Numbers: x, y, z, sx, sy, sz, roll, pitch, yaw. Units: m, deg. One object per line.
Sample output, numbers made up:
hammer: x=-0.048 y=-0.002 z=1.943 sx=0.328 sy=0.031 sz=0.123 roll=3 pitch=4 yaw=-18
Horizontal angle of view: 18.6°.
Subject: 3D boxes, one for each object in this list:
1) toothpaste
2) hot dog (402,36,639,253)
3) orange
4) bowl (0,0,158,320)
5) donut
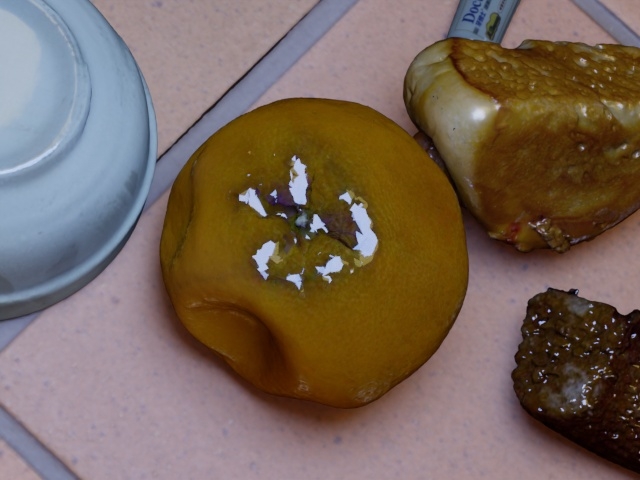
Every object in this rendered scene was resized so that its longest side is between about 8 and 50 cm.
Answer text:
toothpaste: x=0.162 y=-0.236 z=1.761 sx=0.067 sy=0.037 sz=0.255 roll=23 pitch=61 yaw=1
hot dog: x=0.183 y=-0.079 z=1.637 sx=0.257 sy=0.153 sz=0.150 roll=-1 pitch=40 yaw=-27
orange: x=0.000 y=0.000 z=1.523 sx=0.249 sy=0.183 sz=0.249 roll=1 pitch=75 yaw=-3
bowl: x=-0.272 y=-0.098 z=1.523 sx=0.307 sy=0.163 sz=0.307 roll=5 pitch=71 yaw=-13
donut: x=0.263 y=0.127 z=1.608 sx=0.186 sy=0.144 sz=0.126 roll=37 pitch=66 yaw=-33
